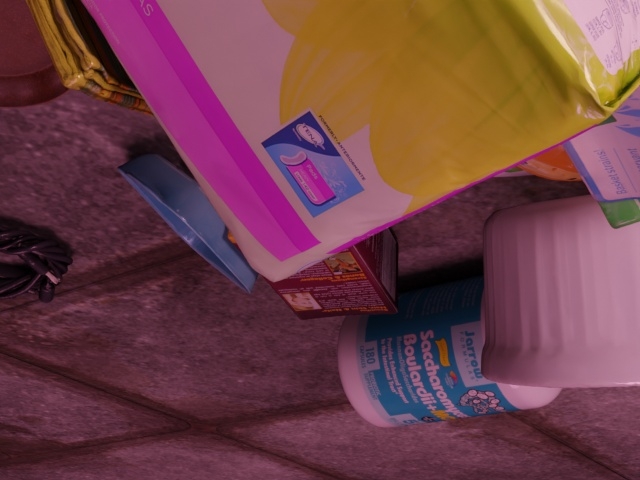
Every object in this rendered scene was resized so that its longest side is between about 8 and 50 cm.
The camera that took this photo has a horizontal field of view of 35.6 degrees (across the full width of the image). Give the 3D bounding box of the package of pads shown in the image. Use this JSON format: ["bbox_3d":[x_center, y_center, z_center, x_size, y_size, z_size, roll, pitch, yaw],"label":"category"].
[{"bbox_3d":[-0.011,-0.149,0.439,0.229,0.101,0.297,-27,99,45],"label":"package of pads"}]

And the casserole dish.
[{"bbox_3d":[-0.111,-0.018,0.906,0.114,0.037,0.188,36,169,32],"label":"casserole dish"}]

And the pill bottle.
[{"bbox_3d":[0.159,0.112,1.054,0.264,0.146,0.146,-16,147,34],"label":"pill bottle"}]

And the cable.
[{"bbox_3d":[-0.363,0.021,1.062,0.184,0.047,0.150,17,151,-22],"label":"cable"}]

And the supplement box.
[{"bbox_3d":[0.000,0.000,0.925,0.104,0.081,0.188,-6,151,18],"label":"supplement box"}]

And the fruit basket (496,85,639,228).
[{"bbox_3d":[0.096,-0.106,0.612,0.353,0.165,0.327,-7,152,28],"label":"fruit basket"}]

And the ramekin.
[{"bbox_3d":[0.259,0.030,0.790,0.277,0.135,0.277,-6,179,0],"label":"ramekin"}]

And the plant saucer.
[{"bbox_3d":[-0.253,-0.153,0.717,0.168,0.029,0.168,4,153,2],"label":"plant saucer"}]

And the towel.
[{"bbox_3d":[-0.101,-0.118,0.592,0.021,0.102,0.237,-26,171,15],"label":"towel"}]
